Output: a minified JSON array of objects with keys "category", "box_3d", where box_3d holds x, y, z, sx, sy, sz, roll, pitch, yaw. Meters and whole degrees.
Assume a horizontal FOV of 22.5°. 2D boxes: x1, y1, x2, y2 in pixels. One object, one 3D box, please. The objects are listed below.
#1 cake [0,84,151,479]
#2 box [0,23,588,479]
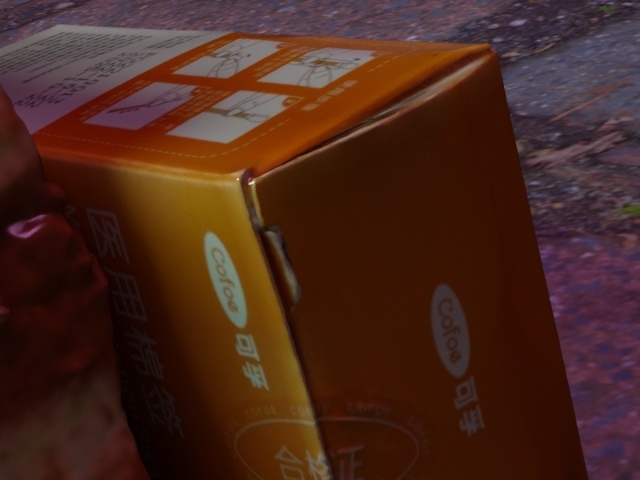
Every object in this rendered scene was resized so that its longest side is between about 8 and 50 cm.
[{"category":"cake","box_3d":[-0.249,0.058,0.646,0.270,0.319,0.269,-28,24,-34]},{"category":"box","box_3d":[-0.056,0.026,0.752,0.143,0.225,0.341,-31,26,-35]}]
